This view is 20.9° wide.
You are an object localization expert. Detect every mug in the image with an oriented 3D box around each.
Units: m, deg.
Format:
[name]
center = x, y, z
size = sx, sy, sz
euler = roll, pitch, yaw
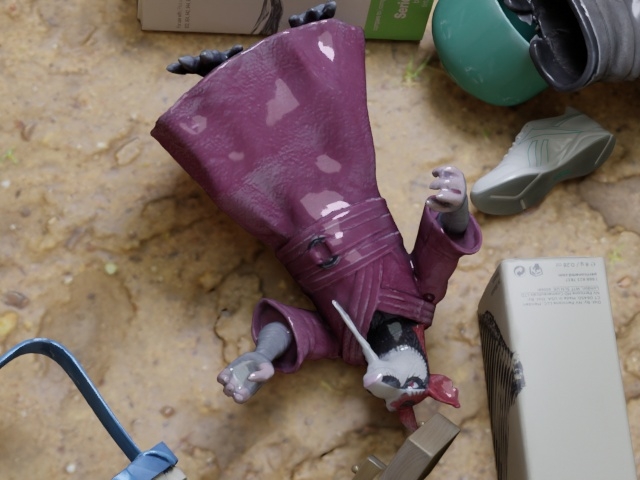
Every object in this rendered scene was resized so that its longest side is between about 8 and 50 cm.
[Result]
[mug]
center = 0.174, -0.190, 1.605
size = 0.158, 0.097, 0.129
euler = -9, 68, -51

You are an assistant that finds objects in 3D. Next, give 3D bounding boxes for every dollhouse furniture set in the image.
[dollhouse furniture set]
center = 0.008, 0.186, 1.393
size = 0.123, 0.144, 0.151
euler = 36, 103, 10

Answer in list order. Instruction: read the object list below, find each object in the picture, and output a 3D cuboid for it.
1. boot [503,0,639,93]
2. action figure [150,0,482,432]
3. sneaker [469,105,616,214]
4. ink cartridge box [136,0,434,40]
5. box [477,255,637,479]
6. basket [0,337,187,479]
[boot]
center = 0.250, -0.276, 1.589
size = 0.223, 0.118, 0.338
euler = 5, 50, -35
[action figure]
center = 0.000, 0.000, 1.484
size = 0.248, 0.276, 0.370
euler = -26, 91, -1
[sneaker]
center = 0.194, -0.073, 1.591
size = 0.152, 0.054, 0.061
euler = -27, 56, -21
[ink cartridge box]
center = -0.033, -0.302, 1.623
size = 0.273, 0.115, 0.198
euler = 1, 66, -7
[box]
center = 0.199, 0.158, 1.449
size = 0.094, 0.113, 0.275
euler = -1, 65, -7
[basket]
center = -0.214, 0.238, 1.296
size = 0.255, 0.201, 0.289
euler = -34, 83, -35
